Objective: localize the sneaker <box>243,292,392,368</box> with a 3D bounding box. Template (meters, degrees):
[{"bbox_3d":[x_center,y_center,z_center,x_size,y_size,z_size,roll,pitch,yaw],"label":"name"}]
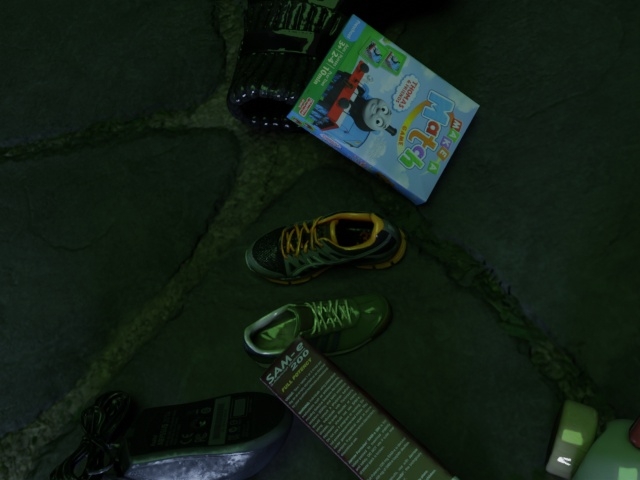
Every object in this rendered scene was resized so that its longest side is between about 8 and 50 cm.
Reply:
[{"bbox_3d":[-0.008,0.107,0.902,0.192,0.086,0.064,-20,63,7],"label":"sneaker"}]

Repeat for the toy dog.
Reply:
[{"bbox_3d":[0.276,0.283,0.665,0.220,0.161,0.334,-1,50,8],"label":"toy dog"}]

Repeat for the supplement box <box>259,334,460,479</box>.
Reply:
[{"bbox_3d":[0.052,0.219,0.812,0.239,0.130,0.073,39,82,26],"label":"supplement box"}]

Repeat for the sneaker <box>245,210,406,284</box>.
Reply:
[{"bbox_3d":[0.000,0.000,0.950,0.214,0.083,0.084,-11,66,13],"label":"sneaker"}]

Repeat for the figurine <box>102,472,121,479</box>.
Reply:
[{"bbox_3d":[-0.211,0.403,0.837,0.214,0.092,0.210,15,76,23],"label":"figurine"}]

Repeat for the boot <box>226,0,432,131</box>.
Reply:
[{"bbox_3d":[0.038,-0.295,1.042,0.347,0.131,0.260,-8,62,19],"label":"boot"}]

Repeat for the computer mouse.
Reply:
[{"bbox_3d":[-0.163,0.246,0.877,0.272,0.072,0.188,-6,21,5],"label":"computer mouse"}]

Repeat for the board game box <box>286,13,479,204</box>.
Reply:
[{"bbox_3d":[0.086,-0.171,0.963,0.211,0.039,0.160,33,77,-11],"label":"board game box"}]
